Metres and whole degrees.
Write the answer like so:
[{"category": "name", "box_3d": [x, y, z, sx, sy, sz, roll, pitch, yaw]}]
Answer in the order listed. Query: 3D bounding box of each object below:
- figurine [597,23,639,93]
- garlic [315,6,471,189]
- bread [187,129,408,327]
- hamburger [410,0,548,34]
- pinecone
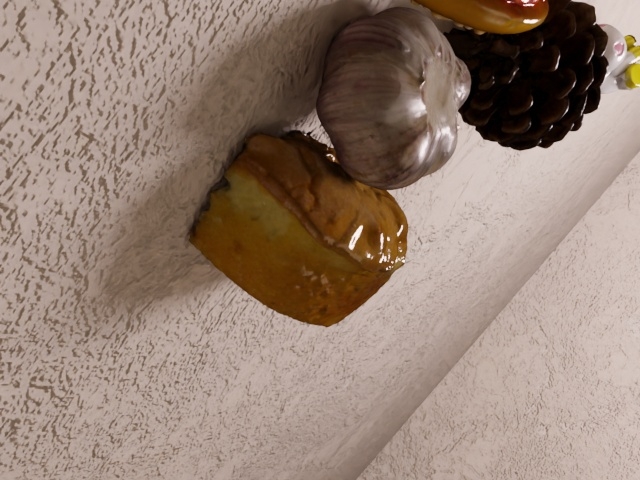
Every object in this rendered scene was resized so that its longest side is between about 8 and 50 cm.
[{"category": "figurine", "box_3d": [0.384, -0.246, 1.058, 0.130, 0.109, 0.178, -36, 166, 35]}, {"category": "garlic", "box_3d": [0.054, -0.112, 0.602, 0.159, 0.102, 0.147, -61, 138, -35]}, {"category": "bread", "box_3d": [0.000, 0.000, 0.669, 0.143, 0.139, 0.229, -47, 159, 18]}, {"category": "hamburger", "box_3d": [0.101, -0.206, 0.474, 0.162, 0.162, 0.115, -24, 152, -47]}, {"category": "pinecone", "box_3d": [0.188, -0.174, 0.713, 0.165, 0.163, 0.163, 10, 119, -51]}]
